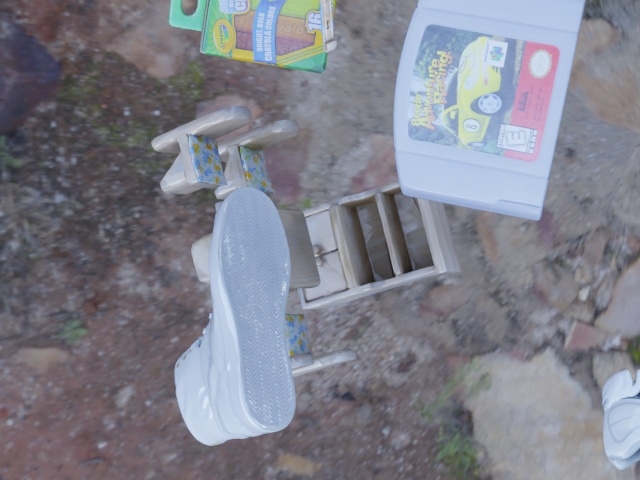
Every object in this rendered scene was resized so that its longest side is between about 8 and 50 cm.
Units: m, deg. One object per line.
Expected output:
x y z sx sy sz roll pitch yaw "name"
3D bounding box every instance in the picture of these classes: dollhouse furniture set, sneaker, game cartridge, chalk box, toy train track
0.000 0.000 1.752 0.256 0.394 0.362 -19 79 26 "dollhouse furniture set"
0.476 0.240 1.419 0.292 0.110 0.118 7 53 14 "sneaker"
0.186 -0.176 1.393 0.196 0.060 0.294 12 114 12 "game cartridge"
-0.093 -0.302 1.593 0.213 0.132 0.132 7 98 -6 "chalk box"
0.007 -0.192 0.988 0.014 0.048 0.083 37 143 41 "toy train track"
-0.117 0.094 1.422 0.169 0.108 0.293 -27 59 49 "sneaker"
